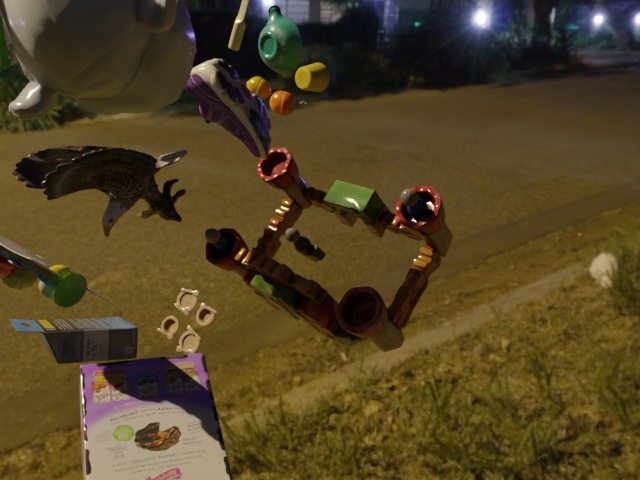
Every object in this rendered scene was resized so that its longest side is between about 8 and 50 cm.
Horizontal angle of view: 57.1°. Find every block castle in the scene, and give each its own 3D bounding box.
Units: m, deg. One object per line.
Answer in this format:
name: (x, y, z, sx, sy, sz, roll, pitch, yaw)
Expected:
block castle: (0.000, 0.000, 1.157, 0.453, 0.303, 0.213, 21, -16, 38)

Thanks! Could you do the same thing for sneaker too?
sneaker: (-0.121, -0.172, 0.790, 0.071, 0.170, 0.068, -12, 53, 23)

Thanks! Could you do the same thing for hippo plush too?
hippo plush: (-0.187, -0.232, 0.462, 0.237, 0.234, 0.294, 50, 6, 10)

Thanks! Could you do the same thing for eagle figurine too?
eagle figurine: (-0.422, -0.121, 1.189, 0.298, 0.226, 0.225, 32, 32, -40)

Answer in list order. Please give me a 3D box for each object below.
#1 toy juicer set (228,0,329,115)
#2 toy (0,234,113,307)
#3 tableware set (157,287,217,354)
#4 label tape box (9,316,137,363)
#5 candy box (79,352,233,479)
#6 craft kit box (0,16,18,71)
toy juicer set: (-0.122, -0.464, 1.480, 0.089, 0.329, 0.209, -22, -14, -47)
toy: (-0.382, 0.030, 0.727, 0.237, 0.056, 0.137, 18, -18, 29)
tableware set: (-0.363, 0.220, 1.609, 0.141, 0.169, 0.020, 28, -6, 24)
label tape box: (-0.760, 0.303, 1.805, 0.333, 0.106, 0.240, 2, 0, -32)
candy box: (-0.215, 0.249, 0.750, 0.164, 0.070, 0.196, -1, 43, -25)
craft kit box: (-0.435, -0.398, 0.874, 0.060, 0.250, 0.247, 29, 48, 2)
